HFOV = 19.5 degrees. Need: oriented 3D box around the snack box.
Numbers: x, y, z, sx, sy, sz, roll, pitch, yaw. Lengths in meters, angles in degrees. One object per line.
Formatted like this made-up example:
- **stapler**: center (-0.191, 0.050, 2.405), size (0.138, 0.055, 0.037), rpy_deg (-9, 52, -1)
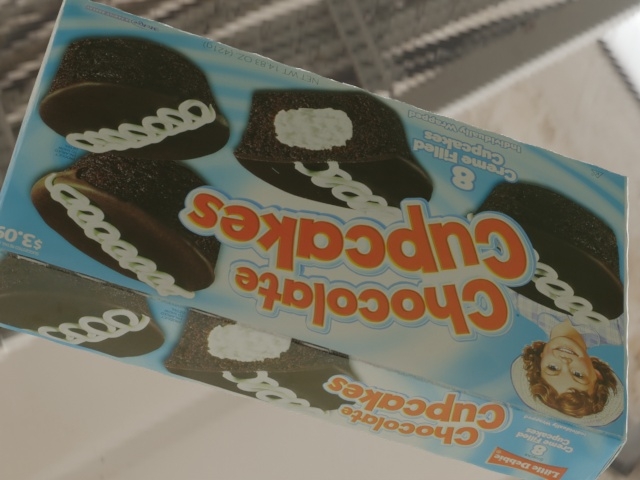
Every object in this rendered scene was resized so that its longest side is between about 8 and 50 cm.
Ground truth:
- **snack box**: center (0.000, 0.000, 0.950), size (0.322, 0.060, 0.187), rpy_deg (17, -133, -9)
